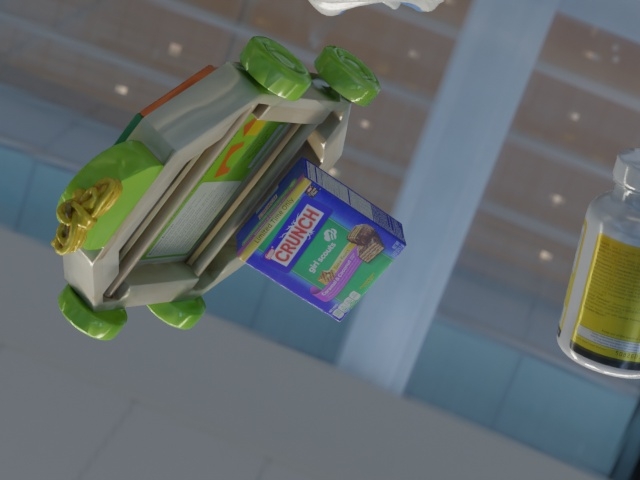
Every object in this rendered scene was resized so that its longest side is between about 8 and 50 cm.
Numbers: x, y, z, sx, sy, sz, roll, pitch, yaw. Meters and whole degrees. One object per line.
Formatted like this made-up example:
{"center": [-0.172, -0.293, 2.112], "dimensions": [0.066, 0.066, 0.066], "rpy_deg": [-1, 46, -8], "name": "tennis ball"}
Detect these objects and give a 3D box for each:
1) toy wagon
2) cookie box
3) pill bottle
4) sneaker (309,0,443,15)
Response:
{"center": [-0.100, -0.041, 1.265], "dimensions": [0.068, 0.267, 0.344], "rpy_deg": [46, -160, 19], "name": "toy wagon"}
{"center": [0.000, 0.000, 1.351], "dimensions": [0.107, 0.092, 0.040], "rpy_deg": [33, -160, -20], "name": "cookie box"}
{"center": [0.273, 0.019, 1.440], "dimensions": [0.103, 0.184, 0.103], "rpy_deg": [9, -159, -4], "name": "pill bottle"}
{"center": [0.082, -0.270, 1.080], "dimensions": [0.130, 0.236, 0.323], "rpy_deg": [32, -137, 10], "name": "sneaker"}
